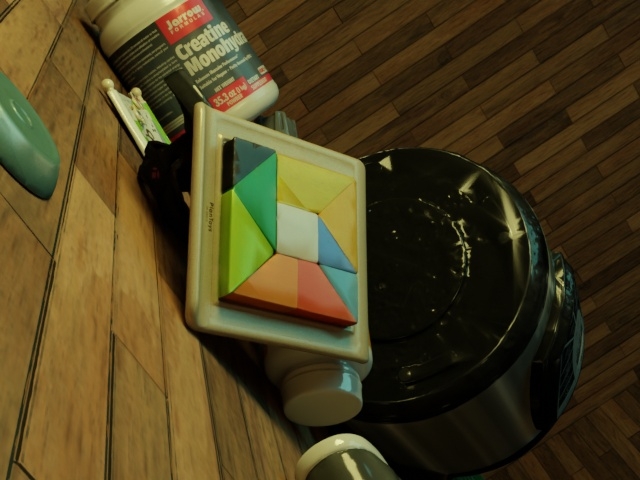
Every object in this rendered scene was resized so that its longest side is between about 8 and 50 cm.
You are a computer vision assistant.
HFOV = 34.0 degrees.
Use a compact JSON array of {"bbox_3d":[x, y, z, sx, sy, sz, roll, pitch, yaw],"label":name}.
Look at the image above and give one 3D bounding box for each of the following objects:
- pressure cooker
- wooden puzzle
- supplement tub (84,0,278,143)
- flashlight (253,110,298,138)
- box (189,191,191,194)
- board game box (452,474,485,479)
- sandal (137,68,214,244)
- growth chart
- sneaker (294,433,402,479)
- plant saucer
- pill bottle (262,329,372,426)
[{"bbox_3d":[0.153,0.114,1.397,0.375,0.370,0.420,58,2,34],"label":"pressure cooker"},{"bbox_3d":[-0.029,-0.005,1.015,0.239,0.044,0.220,18,63,-41],"label":"wooden puzzle"},{"bbox_3d":[-0.208,-0.277,1.576,0.272,0.191,0.191,56,2,-9],"label":"supplement tub"},{"bbox_3d":[-0.057,-0.053,1.561,0.103,0.103,0.304,46,32,-55],"label":"flashlight"},{"bbox_3d":[-0.161,-0.048,1.510,0.067,0.018,0.083,57,2,20],"label":"box"},{"bbox_3d":[0.220,0.423,1.577,0.213,0.046,0.317,90,-25,-46],"label":"board game box"},{"bbox_3d":[-0.136,-0.043,1.215,0.167,0.107,0.445,56,-11,16],"label":"sandal"},{"bbox_3d":[-0.227,-0.138,1.390,0.172,0.021,0.237,57,3,-2],"label":"growth chart"},{"bbox_3d":[0.088,0.298,0.943,0.296,0.105,0.147,46,10,-43],"label":"sneaker"},{"bbox_3d":[-0.219,-0.085,0.740,0.119,0.021,0.119,56,2,-2],"label":"plant saucer"},{"bbox_3d":[-0.007,0.089,1.143,0.117,0.117,0.215,54,24,-50],"label":"pill bottle"}]
